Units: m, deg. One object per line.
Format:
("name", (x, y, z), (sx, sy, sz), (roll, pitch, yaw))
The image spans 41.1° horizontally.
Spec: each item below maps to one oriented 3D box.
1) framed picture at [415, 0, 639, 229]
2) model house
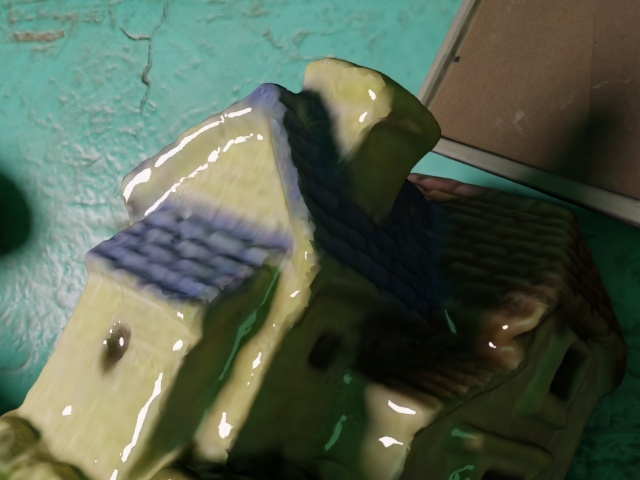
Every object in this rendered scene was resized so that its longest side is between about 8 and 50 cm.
("framed picture", (0.186, -0.182, 0.523), (0.240, 0.020, 0.324), (30, 96, 55))
("model house", (0.032, 0.072, 0.449), (0.261, 0.321, 0.266), (20, 83, 42))
